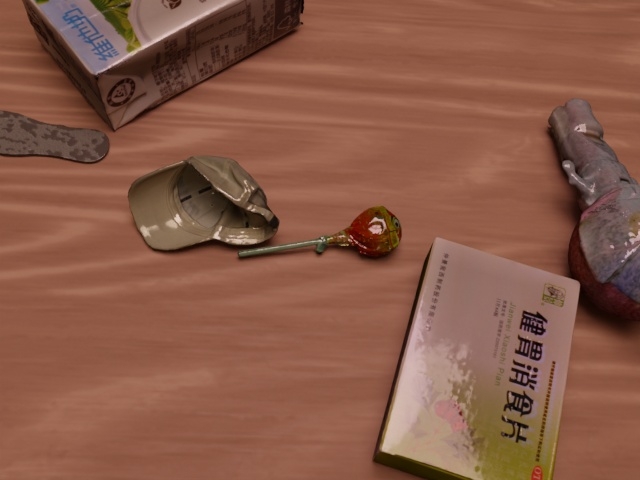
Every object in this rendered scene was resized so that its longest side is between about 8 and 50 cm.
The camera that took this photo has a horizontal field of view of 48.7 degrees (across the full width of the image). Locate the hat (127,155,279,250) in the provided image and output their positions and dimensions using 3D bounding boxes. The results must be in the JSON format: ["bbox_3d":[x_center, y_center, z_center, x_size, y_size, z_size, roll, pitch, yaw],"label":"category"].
[{"bbox_3d":[-0.141,-0.040,0.847,0.166,0.081,0.122,-20,102,1],"label":"hat"}]

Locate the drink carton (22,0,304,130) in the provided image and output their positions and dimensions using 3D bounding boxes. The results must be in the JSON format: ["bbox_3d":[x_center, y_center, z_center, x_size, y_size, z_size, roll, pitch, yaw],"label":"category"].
[{"bbox_3d":[-0.199,-0.317,0.945,0.324,0.132,0.194,-35,71,-19],"label":"drink carton"}]

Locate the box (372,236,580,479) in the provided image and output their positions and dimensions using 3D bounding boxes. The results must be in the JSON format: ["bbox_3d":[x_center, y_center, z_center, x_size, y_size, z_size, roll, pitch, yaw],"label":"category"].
[{"bbox_3d":[0.175,0.140,0.779,0.175,0.062,0.261,18,61,4],"label":"box"}]

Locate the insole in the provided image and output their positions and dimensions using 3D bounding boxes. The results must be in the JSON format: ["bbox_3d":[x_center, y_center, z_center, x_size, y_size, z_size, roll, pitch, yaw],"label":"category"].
[{"bbox_3d":[-0.365,-0.131,0.900,0.193,0.006,0.065,8,61,-2],"label":"insole"}]

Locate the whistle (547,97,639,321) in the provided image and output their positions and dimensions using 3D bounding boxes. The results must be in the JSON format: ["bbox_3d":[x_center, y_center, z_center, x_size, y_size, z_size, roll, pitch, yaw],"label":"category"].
[{"bbox_3d":[0.356,-0.033,0.865,0.142,0.134,0.346,-5,53,-5],"label":"whistle"}]

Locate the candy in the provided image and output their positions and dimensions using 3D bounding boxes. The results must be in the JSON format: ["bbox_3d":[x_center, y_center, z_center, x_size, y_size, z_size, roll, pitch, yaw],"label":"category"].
[{"bbox_3d":[0.000,0.000,0.849,0.200,0.060,0.061,-10,63,-3],"label":"candy"}]
